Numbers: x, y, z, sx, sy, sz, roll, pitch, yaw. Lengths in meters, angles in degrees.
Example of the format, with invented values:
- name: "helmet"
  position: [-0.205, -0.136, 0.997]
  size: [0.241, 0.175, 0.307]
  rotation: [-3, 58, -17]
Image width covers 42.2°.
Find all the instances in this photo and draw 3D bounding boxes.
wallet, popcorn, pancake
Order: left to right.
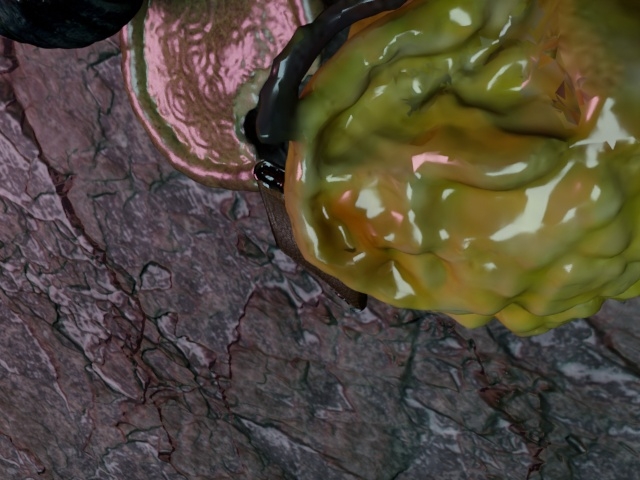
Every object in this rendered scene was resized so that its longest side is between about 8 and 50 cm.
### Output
- name: "pancake"
  position: [-0.105, -0.185, 0.849]
  size: [0.288, 0.033, 0.286]
  rotation: [-11, 101, 39]
- name: "wallet"
  position: [0.000, 0.000, 0.855]
  size: [0.133, 0.039, 0.243]
  rotation: [35, 166, 12]
- name: "popcorn"
  position: [0.127, -0.099, 0.622]
  size: [0.349, 0.382, 0.349]
  rotation: [-3, 87, 55]

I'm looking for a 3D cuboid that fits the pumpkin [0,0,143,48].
- name: "pumpkin"
  position: [-0.272, -0.297, 0.754]
  size: [0.248, 0.248, 0.248]
  rotation: [11, 123, 18]
